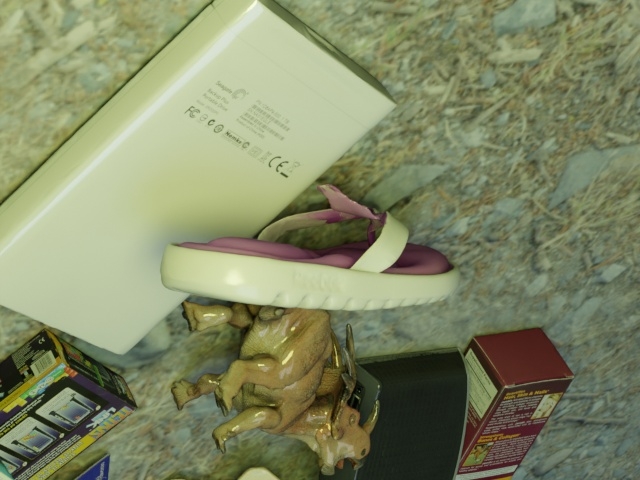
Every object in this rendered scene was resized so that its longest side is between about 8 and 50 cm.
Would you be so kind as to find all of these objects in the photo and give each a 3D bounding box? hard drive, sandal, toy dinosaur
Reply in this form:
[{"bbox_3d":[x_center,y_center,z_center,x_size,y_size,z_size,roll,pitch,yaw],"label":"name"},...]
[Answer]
[{"bbox_3d":[0.082,0.248,2.080,0.172,0.054,0.255,-4,115,-34],"label":"hard drive"},{"bbox_3d":[-0.125,-0.054,1.630,0.353,0.047,0.233,-42,144,13],"label":"hard drive"},{"bbox_3d":[0.014,0.002,1.683,0.416,0.169,0.102,-3,102,-63],"label":"sandal"},{"bbox_3d":[-0.029,0.115,1.833,0.200,0.127,0.296,-17,144,-21],"label":"toy dinosaur"}]

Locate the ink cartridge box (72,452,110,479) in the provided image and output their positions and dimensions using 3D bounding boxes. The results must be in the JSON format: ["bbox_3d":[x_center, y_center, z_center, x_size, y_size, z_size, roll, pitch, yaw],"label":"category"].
[{"bbox_3d":[-0.335,0.378,1.868,0.371,0.069,0.176,-38,155,-34],"label":"ink cartridge box"}]

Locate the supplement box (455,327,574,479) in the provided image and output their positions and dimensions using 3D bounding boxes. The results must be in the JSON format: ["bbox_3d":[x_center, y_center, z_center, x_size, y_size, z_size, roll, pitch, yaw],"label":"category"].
[{"bbox_3d":[0.199,0.196,2.150,0.104,0.081,0.188,-5,137,-33],"label":"supplement box"}]

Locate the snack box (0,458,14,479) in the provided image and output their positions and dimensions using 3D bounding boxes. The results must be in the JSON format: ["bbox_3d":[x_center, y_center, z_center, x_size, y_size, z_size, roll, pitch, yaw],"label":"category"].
[{"bbox_3d":[-0.448,0.279,1.653,0.322,0.060,0.187,-47,133,-1],"label":"snack box"}]

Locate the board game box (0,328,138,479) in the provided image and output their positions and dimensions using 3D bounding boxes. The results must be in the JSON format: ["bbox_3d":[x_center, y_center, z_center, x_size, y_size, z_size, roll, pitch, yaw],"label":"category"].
[{"bbox_3d":[-0.282,0.173,1.782,0.170,0.048,0.141,-37,147,7],"label":"board game box"}]

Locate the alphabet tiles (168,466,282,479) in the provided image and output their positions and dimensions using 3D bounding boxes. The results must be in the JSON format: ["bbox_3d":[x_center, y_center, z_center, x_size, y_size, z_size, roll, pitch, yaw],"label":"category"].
[{"bbox_3d":[-0.099,0.392,2.051,0.284,0.021,0.278,41,101,-13],"label":"alphabet tiles"}]
